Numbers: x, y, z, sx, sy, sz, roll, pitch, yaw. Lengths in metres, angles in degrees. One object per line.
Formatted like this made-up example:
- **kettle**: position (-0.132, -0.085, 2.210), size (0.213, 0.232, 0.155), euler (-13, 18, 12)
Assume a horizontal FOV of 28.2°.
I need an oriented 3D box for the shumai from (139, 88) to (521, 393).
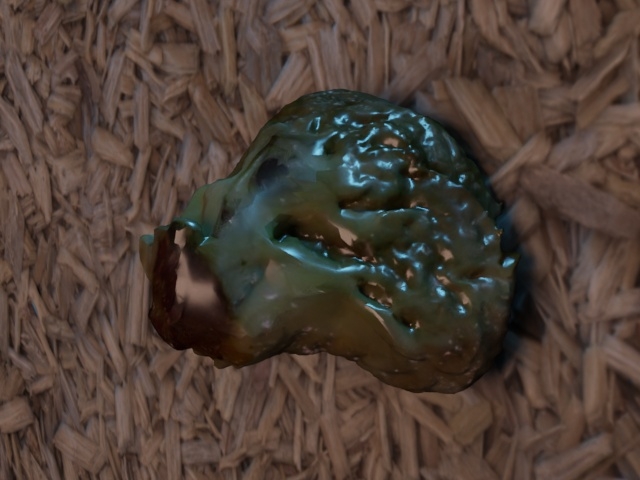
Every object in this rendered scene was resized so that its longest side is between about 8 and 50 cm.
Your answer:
- **shumai**: position (-0.002, 0.000, 1.190), size (0.217, 0.283, 0.346), euler (-52, 54, 42)
